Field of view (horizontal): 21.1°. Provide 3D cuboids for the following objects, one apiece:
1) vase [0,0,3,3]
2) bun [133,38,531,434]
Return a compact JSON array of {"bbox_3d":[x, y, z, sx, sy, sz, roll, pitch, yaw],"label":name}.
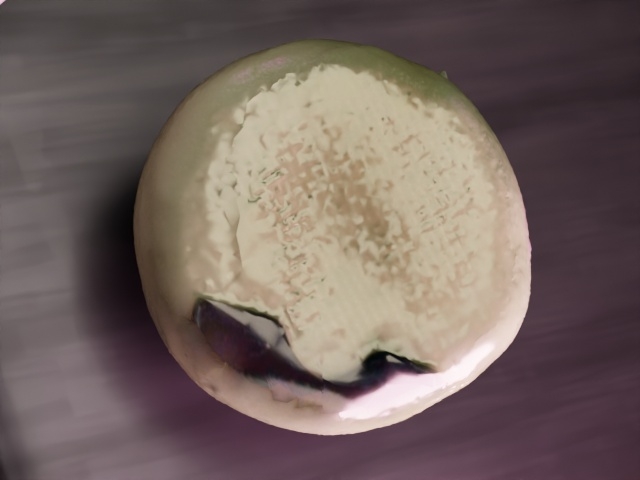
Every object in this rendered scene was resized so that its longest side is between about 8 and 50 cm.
[{"bbox_3d":[-0.299,-0.150,1.009,0.250,0.250,0.445,38,76,-12],"label":"vase"},{"bbox_3d":[0.000,0.000,1.218,0.283,0.179,0.283,1,84,-13],"label":"bun"}]
